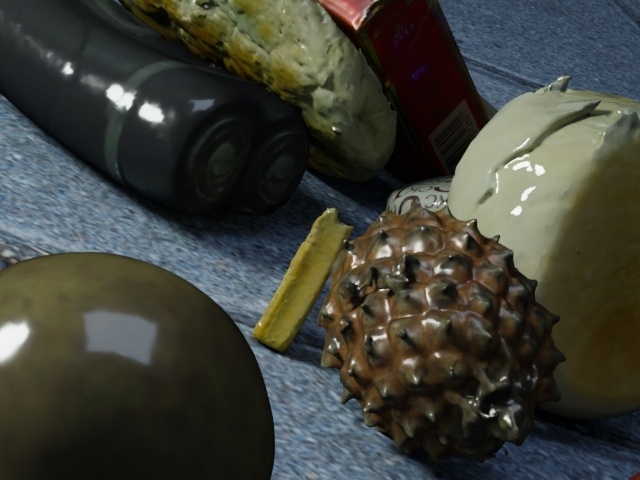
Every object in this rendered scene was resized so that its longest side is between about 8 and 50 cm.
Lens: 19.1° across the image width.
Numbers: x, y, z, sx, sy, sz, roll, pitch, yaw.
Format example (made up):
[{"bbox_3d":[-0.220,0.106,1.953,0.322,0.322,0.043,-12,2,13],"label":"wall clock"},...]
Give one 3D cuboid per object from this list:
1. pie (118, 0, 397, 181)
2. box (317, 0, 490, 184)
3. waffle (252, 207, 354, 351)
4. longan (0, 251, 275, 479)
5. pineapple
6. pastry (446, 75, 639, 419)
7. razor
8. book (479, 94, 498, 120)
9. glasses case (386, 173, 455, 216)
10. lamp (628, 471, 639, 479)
[{"bbox_3d":[-0.053,-0.160,1.641,0.337,0.075,0.337,41,-14,12],"label":"pie"},{"bbox_3d":[0.038,-0.172,1.715,0.197,0.089,0.313,39,-11,33],"label":"box"},{"bbox_3d":[0.000,0.000,1.395,0.032,0.125,0.191,26,22,-1],"label":"waffle"},{"bbox_3d":[-0.114,0.097,0.945,0.185,0.159,0.204,25,36,-3],"label":"longan"},{"bbox_3d":[0.084,0.071,1.257,0.166,0.166,0.193,10,28,-37],"label":"pineapple"},{"bbox_3d":[0.206,0.007,1.433,0.265,0.265,0.133,12,6,-33],"label":"pastry"},{"bbox_3d":[-0.172,-0.136,1.549,0.349,0.113,0.204,36,17,29],"label":"razor"},{"bbox_3d":[0.114,-0.165,1.965,0.217,0.021,0.310,37,2,-37],"label":"book"},{"bbox_3d":[0.191,-0.019,1.682,0.137,0.085,0.354,4,3,36],"label":"glasses case"},{"bbox_3d":[0.233,0.191,1.219,0.101,0.090,0.101,45,-12,13],"label":"lamp"}]
